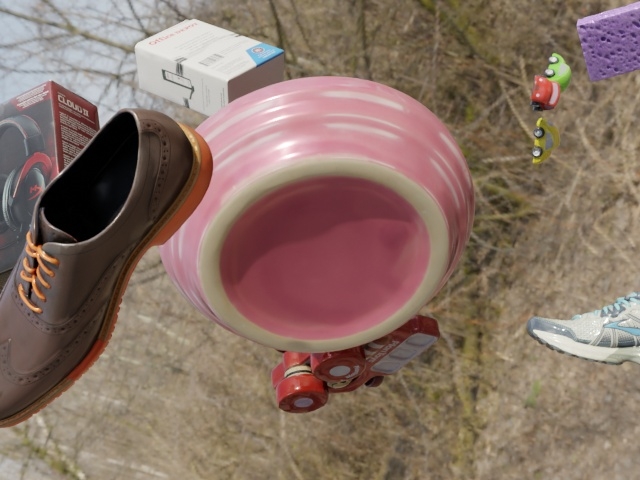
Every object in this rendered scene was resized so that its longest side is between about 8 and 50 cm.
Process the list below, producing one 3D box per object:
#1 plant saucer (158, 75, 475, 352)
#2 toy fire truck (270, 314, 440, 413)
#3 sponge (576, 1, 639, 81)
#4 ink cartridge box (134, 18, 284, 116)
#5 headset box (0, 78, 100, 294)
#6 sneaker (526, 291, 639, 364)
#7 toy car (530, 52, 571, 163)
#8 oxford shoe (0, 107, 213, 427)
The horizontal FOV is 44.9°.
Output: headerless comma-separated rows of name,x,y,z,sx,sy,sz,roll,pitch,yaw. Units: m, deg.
plant saucer,0.000,0.000,0.789,0.084,0.332,0.332,-101,27,-52
toy fire truck,0.053,0.223,1.497,0.302,0.254,0.169,-48,37,38
sponge,0.563,-0.358,1.346,0.117,0.210,0.031,61,-147,-30
ink cartridge box,-0.184,-0.285,1.293,0.148,0.203,0.086,-40,-35,-41
headset box,-0.432,-0.079,1.132,0.110,0.218,0.293,32,-137,-62
sneaker,0.479,0.140,1.251,0.110,0.283,0.122,31,-112,-81
toy car,0.490,-0.305,1.629,0.239,0.053,0.225,69,-142,-51
oxford shoe,-0.191,0.018,0.560,0.271,0.097,0.098,-57,-19,2
